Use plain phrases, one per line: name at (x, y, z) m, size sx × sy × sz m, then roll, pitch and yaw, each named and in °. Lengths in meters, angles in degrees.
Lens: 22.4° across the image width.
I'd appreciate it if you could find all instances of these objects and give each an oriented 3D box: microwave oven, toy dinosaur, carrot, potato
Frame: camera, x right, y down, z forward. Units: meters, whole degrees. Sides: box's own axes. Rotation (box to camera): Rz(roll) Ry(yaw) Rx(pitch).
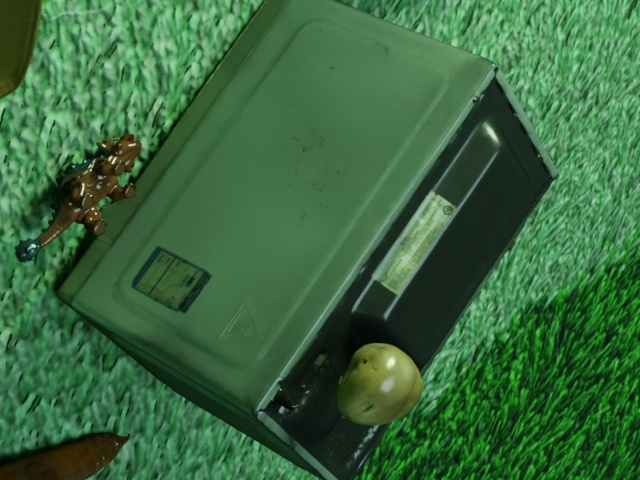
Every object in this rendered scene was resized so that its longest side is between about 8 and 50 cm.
microwave oven at (0.000, 0.000, 1.425) m, size 0.355 × 0.286 × 0.218 m, roll -56°, pitch 144°, yaw -12°
toy dinosaur at (-0.199, -0.037, 1.350) m, size 0.154 × 0.055 × 0.049 m, roll -49°, pitch 145°, yaw -27°
carrot at (-0.259, 0.215, 1.466) m, size 0.224 × 0.057 × 0.057 m, roll -17°, pitch 126°, yaw -49°
potato at (0.048, 0.113, 1.258) m, size 0.068 × 0.062 × 0.083 m, roll -41°, pitch 139°, yaw 23°

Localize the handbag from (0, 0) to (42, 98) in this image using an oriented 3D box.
handbag at (-0.295, -0.274, 0.940) m, size 0.283 × 0.133 × 0.401 m, roll 0°, pitch 128°, yaw -23°
